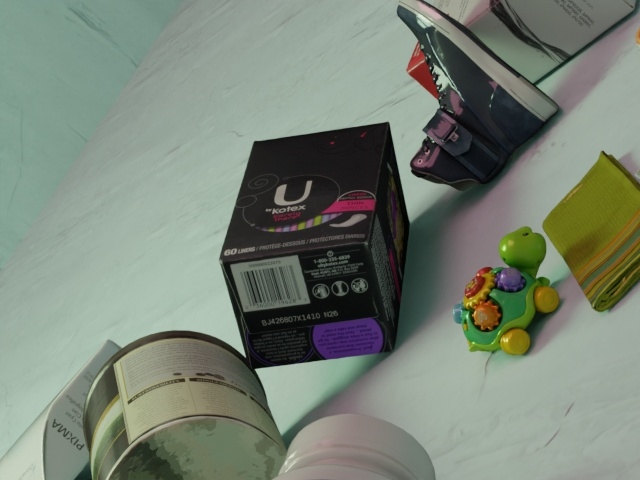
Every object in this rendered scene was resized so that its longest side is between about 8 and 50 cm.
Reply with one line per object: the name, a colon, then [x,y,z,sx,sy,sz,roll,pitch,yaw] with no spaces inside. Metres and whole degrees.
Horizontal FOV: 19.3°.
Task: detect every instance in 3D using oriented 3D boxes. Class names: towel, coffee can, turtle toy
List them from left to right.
coffee can: [-0.134,0.226,1.908,0.201,0.201,0.275,-48,17,5]
turtle toy: [0.172,0.049,1.748,0.130,0.066,0.095,-54,17,-14]
towel: [0.261,-0.013,1.735,0.102,0.021,0.237,-46,17,10]

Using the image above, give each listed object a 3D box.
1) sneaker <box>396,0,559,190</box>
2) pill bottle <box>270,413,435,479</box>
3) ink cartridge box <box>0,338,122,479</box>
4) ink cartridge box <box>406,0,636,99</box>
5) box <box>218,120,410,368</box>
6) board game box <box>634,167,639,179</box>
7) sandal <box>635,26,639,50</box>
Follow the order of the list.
sneaker: [0.130,-0.158,2.085,0.163,0.226,0.086,-51,-24,12]
pill bottle: [0.006,0.288,1.468,0.176,0.176,0.318,-39,20,33]
ink cartridge box: [-0.398,0.328,2.361,0.308,0.091,0.385,-45,3,45]
ink cartridge box: [0.247,-0.286,2.188,0.273,0.114,0.197,-37,20,39]
box: [0.000,0.000,2.052,0.165,0.143,0.270,-8,30,11]
board game box: [0.329,-0.078,1.691,0.090,0.020,0.090,-53,15,8]
sandal: [0.385,-0.259,1.849,0.265,0.076,0.102,-27,28,51]
